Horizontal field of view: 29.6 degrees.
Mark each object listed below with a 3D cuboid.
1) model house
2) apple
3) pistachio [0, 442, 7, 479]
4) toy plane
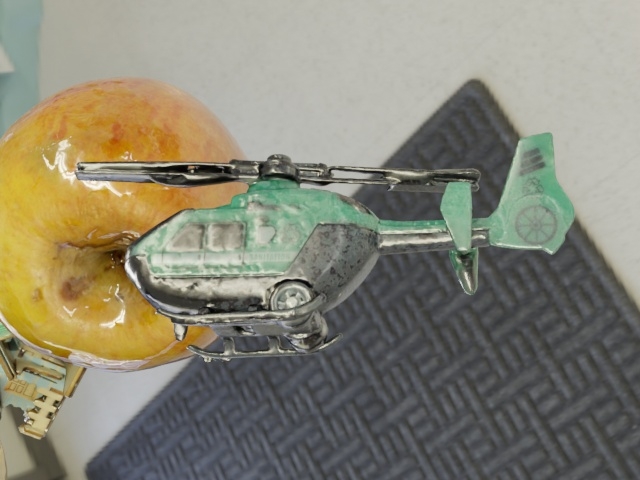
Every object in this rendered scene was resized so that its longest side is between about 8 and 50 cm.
[{"bbox_3d":[-0.375,0.088,1.470,0.271,0.206,0.178,-58,17,18],"label":"model house"},{"bbox_3d":[-0.193,-0.022,1.199,0.298,0.275,0.299,2,122,4],"label":"apple"},{"bbox_3d":[-0.328,0.233,0.960,0.117,0.145,0.201,29,89,37],"label":"pistachio"},{"bbox_3d":[0.000,0.000,0.921,0.381,0.106,0.155,-4,69,10],"label":"toy plane"}]
